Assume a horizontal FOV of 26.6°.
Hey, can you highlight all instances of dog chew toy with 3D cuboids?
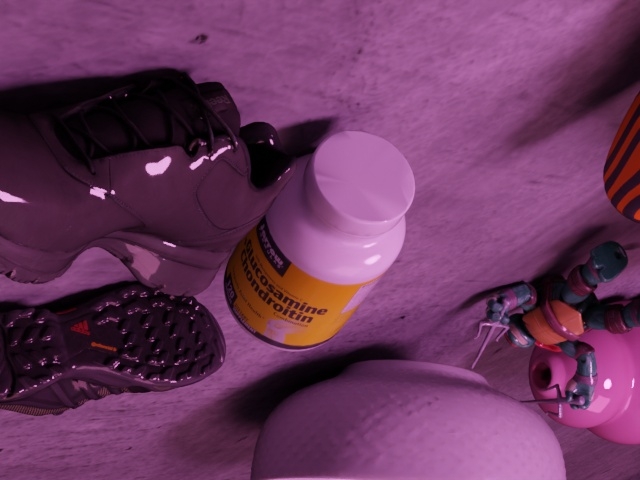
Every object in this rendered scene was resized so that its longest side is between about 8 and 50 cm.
[{"bbox_3d":[0.396,0.163,1.677,0.332,0.206,0.206,2,148,-35],"label":"dog chew toy"}]

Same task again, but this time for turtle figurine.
[{"bbox_3d":[0.256,0.089,1.463,0.175,0.118,0.234,34,141,-18],"label":"turtle figurine"}]

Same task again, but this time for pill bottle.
[{"bbox_3d":[0.000,0.000,0.978,0.103,0.103,0.184,-13,156,-27],"label":"pill bottle"}]

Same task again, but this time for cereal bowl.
[{"bbox_3d":[0.098,0.215,1.473,0.339,0.141,0.339,5,163,2],"label":"cereal bowl"}]

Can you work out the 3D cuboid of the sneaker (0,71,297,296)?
[{"bbox_3d":[-0.116,-0.047,0.777,0.130,0.109,0.286,-42,161,18],"label":"sneaker"}]

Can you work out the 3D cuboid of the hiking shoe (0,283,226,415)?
[{"bbox_3d":[-0.185,0.088,1.057,0.227,0.086,0.114,0,163,-36],"label":"hiking shoe"}]

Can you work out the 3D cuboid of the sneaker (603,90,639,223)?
[{"bbox_3d":[0.265,-0.133,0.946,0.180,0.124,0.321,-1,139,-37],"label":"sneaker"}]
